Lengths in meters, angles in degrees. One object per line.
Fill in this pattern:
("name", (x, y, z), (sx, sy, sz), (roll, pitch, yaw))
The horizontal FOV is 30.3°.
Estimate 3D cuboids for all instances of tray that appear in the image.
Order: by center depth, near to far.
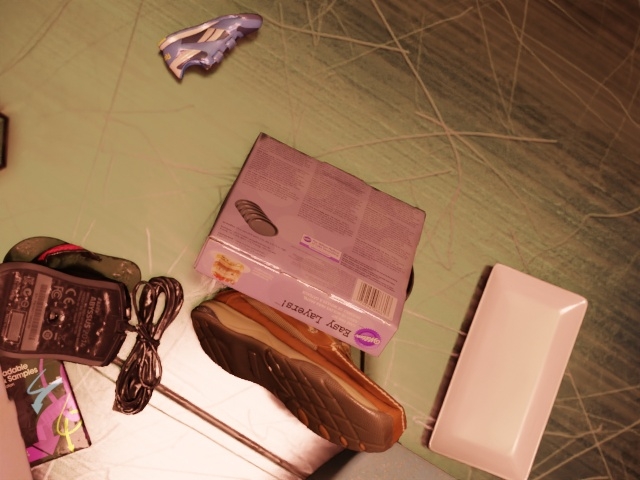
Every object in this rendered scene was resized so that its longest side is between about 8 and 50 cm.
("tray", (0.254, 0.180, 1.606), (0.145, 0.030, 0.270), (22, 83, -5))

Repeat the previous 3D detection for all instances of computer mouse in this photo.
("computer mouse", (-0.322, 0.104, 1.493), (0.272, 0.072, 0.189), (19, 87, -30))

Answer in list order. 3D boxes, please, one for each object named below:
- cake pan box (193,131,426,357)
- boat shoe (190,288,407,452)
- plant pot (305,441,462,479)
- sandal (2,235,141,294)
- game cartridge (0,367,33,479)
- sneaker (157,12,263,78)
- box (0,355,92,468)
("cake pan box", (0.000, 0.000, 1.495), (0.266, 0.070, 0.246), (25, 41, -6))
("boat shoe", (-0.018, 0.138, 1.469), (0.324, 0.123, 0.120), (30, 53, 31))
("plant pot", (0.063, 0.387, 1.465), (0.247, 0.247, 0.252), (32, 71, -4))
("sandal", (-0.322, 0.034, 1.534), (0.179, 0.040, 0.067), (10, 84, -7))
("game cartridge", (-0.447, 0.332, 1.395), (0.230, 0.068, 0.355), (-17, 101, -35))
("sneaker", (-0.141, -0.262, 1.577), (0.144, 0.053, 0.059), (-21, 88, 0))
("box", (-0.376, 0.208, 1.519), (0.116, 0.029, 0.162), (-20, 87, -9))
